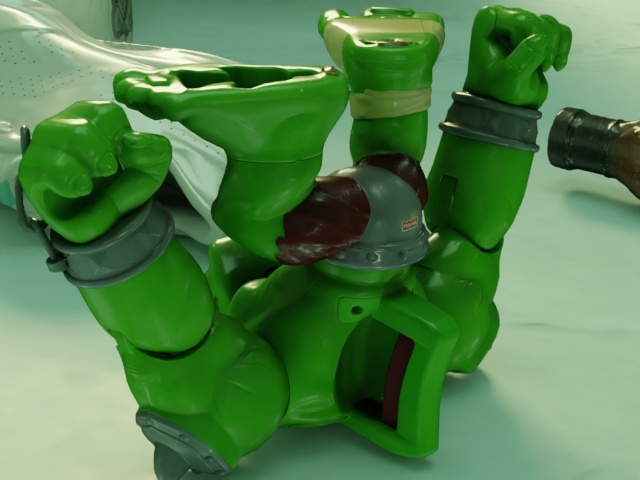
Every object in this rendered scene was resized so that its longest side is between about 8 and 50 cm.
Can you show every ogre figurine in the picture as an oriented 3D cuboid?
[{"bbox_3d":[0.000,0.000,0.552,0.097,0.118,0.197,8,20,25],"label":"ogre figurine"}]

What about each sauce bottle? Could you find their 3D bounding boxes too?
[{"bbox_3d":[0.154,-0.030,0.751,0.128,0.042,0.042,17,25,28],"label":"sauce bottle"}]

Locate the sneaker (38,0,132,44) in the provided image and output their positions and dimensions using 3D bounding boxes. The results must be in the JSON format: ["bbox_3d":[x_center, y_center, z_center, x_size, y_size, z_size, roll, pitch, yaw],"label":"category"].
[{"bbox_3d":[-0.156,-0.180,0.951,0.115,0.090,0.232,-6,50,3],"label":"sneaker"}]

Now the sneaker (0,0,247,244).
[{"bbox_3d":[-0.118,-0.043,0.721,0.212,0.080,0.094,10,34,15],"label":"sneaker"}]
